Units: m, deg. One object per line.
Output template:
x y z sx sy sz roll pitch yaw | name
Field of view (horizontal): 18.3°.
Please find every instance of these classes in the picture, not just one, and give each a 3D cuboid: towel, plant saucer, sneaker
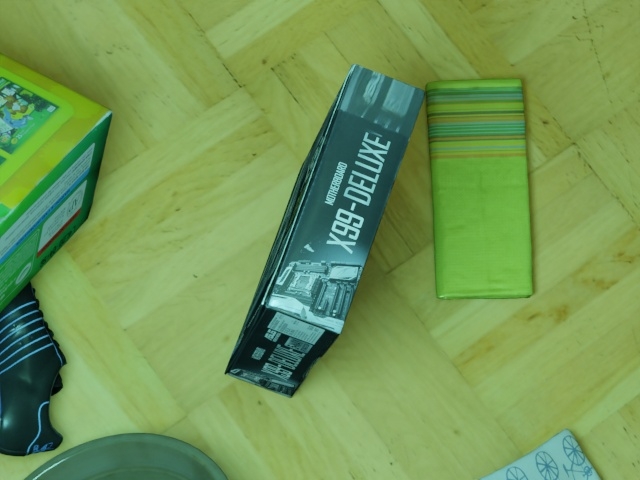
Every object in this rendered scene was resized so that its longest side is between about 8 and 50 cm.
0.164 -0.054 2.058 0.102 0.021 0.237 -2 75 0 | towel
-0.197 0.305 1.843 0.278 0.041 0.277 -12 50 14 | plant saucer
-0.296 0.100 1.943 0.090 0.081 0.232 9 66 -25 | sneaker

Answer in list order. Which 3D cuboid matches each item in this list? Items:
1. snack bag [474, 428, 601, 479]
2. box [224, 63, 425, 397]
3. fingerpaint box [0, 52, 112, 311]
0.219 0.361 1.838 0.342 0.037 0.323 -19 74 -47 | snack bag
0.000 0.000 1.873 0.077 0.307 0.242 21 73 -3 | box
-0.466 -0.032 1.802 0.371 0.163 0.445 27 43 9 | fingerpaint box
